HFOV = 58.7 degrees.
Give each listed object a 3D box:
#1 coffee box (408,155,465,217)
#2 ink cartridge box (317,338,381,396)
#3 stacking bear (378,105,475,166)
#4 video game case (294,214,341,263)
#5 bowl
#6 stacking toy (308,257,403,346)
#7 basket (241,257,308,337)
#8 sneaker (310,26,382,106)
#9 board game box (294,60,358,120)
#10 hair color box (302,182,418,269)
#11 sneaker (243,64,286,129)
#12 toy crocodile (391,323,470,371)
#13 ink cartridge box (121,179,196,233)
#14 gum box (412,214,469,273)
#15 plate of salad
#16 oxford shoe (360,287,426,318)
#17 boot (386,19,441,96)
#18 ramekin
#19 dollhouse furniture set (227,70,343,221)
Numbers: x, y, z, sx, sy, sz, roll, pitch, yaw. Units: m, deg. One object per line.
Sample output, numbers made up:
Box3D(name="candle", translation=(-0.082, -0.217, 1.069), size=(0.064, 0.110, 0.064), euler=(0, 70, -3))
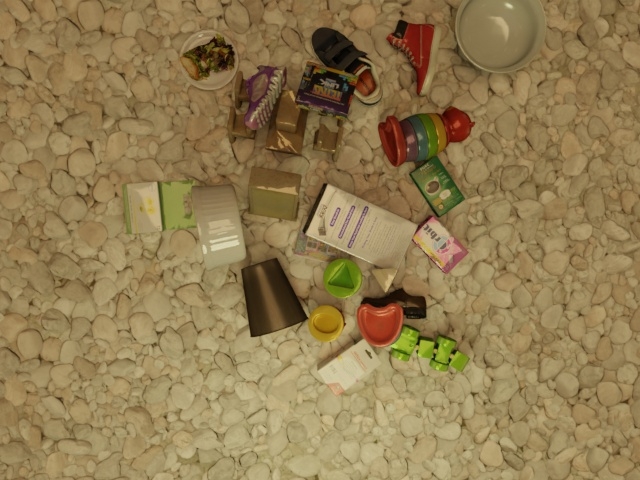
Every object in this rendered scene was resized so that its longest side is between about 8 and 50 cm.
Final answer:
Box3D(name="coffee box", translation=(0.398, -0.185, 1.948), size=(0.113, 0.040, 0.184), euler=(-36, 95, 0))
Box3D(name="ink cartridge box", translation=(0.100, 0.430, 1.969), size=(0.198, 0.067, 0.115), euler=(-35, 95, 2))
Box3D(name="stacking bear", translation=(0.361, -0.357, 1.883), size=(0.288, 0.175, 0.164), euler=(-17, 92, -8))
Box3D(name="video game case", translation=(0.000, 0.000, 1.959), size=(0.157, 0.019, 0.143), euler=(14, 94, -4))
Box3D(name="bowl", translation=(0.571, -0.685, 1.872), size=(0.297, 0.134, 0.298), euler=(0, 94, -2))
Box3D(name="stacking toy", translation=(0.133, 0.213, 1.904), size=(0.308, 0.130, 0.280), euler=(7, 83, 15))
Box3D(name="basket", translation=(-0.170, 0.183, 1.905), size=(0.204, 0.154, 0.227), euler=(-17, 91, -2))
Box3D(name="sneaker", translation=(0.092, -0.584, 1.869), size=(0.126, 0.127, 0.321), euler=(-44, 93, 3))
Box3D(name="board game box", translation=(0.019, -0.466, 1.773), size=(0.170, 0.048, 0.141), euler=(16, 74, -1))
Box3D(name="hair color box", translation=(0.130, -0.041, 1.904), size=(0.338, 0.110, 0.185), euler=(24, 93, -11))
Box3D(name="sneaker", translation=(-0.188, -0.443, 1.731), size=(0.104, 0.095, 0.237), euler=(20, 67, 6))
Box3D(name="toy crocodile", translation=(0.351, 0.366, 1.964), size=(0.340, 0.105, 0.115), euler=(16, 94, 2))
Box3D(name="ink cartridge box", translation=(-0.537, -0.115, 1.917), size=(0.234, 0.056, 0.171), euler=(-5, 94, 0))
Box3D(name="gum box", translation=(0.400, 0.010, 1.950), size=(0.107, 0.062, 0.188), euler=(-45, 94, 1))
Box3D(name="plate of salad", translation=(-0.372, -0.602, 1.890), size=(0.199, 0.048, 0.200), euler=(0, 93, -2))
Box3D(name="oxford shoe", translation=(0.251, 0.212, 1.963), size=(0.227, 0.083, 0.096), euler=(5, 68, 2))
Box3D(name="boot", translation=(0.297, -0.606, 1.895), size=(0.176, 0.088, 0.245), euler=(8, 86, -2))
Box3D(name="ramekin", translation=(-0.322, -0.049, 1.824), size=(0.135, 0.277, 0.278), euler=(-11, 94, -8))
Box3D(name="dollhouse furniture set", translation=(-0.122, -0.297, 1.871), size=(0.361, 0.256, 0.395), euler=(9, 73, -3))
